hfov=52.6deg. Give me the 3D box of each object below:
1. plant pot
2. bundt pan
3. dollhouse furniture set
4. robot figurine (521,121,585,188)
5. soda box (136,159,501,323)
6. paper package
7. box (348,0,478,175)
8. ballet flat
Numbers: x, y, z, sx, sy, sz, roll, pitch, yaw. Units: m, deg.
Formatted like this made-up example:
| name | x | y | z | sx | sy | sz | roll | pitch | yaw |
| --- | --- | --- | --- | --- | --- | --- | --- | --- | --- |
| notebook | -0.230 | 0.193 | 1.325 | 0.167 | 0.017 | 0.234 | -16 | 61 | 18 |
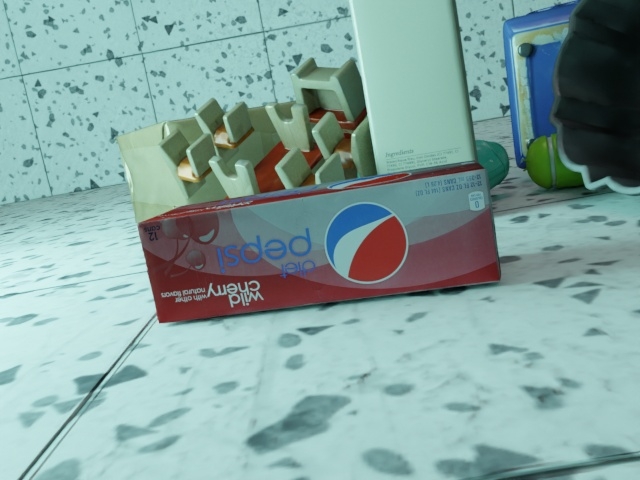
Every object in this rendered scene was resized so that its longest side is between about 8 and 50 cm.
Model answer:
| name | x | y | z | sx | sy | sz | roll | pitch | yaw |
| --- | --- | --- | --- | --- | --- | --- | --- | --- | --- |
| plant pot | 0.380 | -0.218 | 0.883 | 0.235 | 0.236 | 0.212 | 0 | 15 | 35 |
| bundt pan | 0.371 | -0.187 | 0.610 | 0.124 | 0.331 | 0.331 | 14 | 4 | -17 |
| dollhouse furniture set | -0.031 | -0.118 | 0.855 | 0.262 | 0.135 | 0.259 | 14 | 50 | 34 |
| robot figurine | 0.302 | -0.098 | 0.781 | 0.115 | 0.067 | 0.101 | -6 | -16 | 18 |
| soda box | 0.000 | 0.000 | 0.509 | 0.263 | 0.084 | 0.092 | -8 | 10 | 11 |
| paper package | -0.143 | -0.133 | 1.110 | 0.324 | 0.168 | 0.309 | -17 | 12 | -29 |
| box | 0.110 | -0.161 | 0.724 | 0.113 | 0.275 | 0.094 | -6 | 9 | 18 |
| ballet flat | 0.125 | -0.086 | 0.861 | 0.247 | 0.083 | 0.087 | -2 | 27 | 45 |
